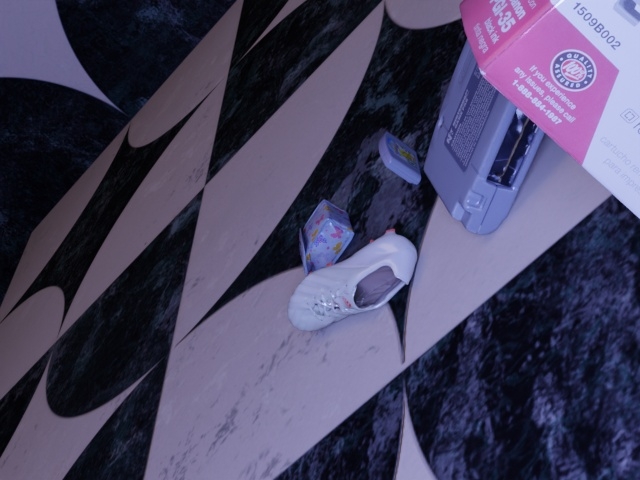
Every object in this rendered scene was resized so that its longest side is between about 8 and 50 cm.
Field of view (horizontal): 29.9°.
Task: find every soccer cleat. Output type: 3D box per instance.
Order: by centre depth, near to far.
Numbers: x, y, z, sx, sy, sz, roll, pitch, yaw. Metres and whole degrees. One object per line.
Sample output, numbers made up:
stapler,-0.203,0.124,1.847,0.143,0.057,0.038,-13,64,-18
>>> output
soccer cleat,0.029,0.058,1.358,0.196,0.068,0.076,-35,29,34

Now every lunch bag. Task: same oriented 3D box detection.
lunch bag,0.000,0.000,1.535,0.083,0.053,0.071,-57,17,18

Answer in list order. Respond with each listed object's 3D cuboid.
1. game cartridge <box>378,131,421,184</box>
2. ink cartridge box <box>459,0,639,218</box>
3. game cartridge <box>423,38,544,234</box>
game cartridge,0.097,-0.104,1.484,0.017,0.056,0.083,-53,19,24
ink cartridge box,0.267,-0.170,0.800,0.283,0.207,0.117,-42,24,24
game cartridge,0.195,-0.173,1.258,0.196,0.060,0.294,-115,42,-61
